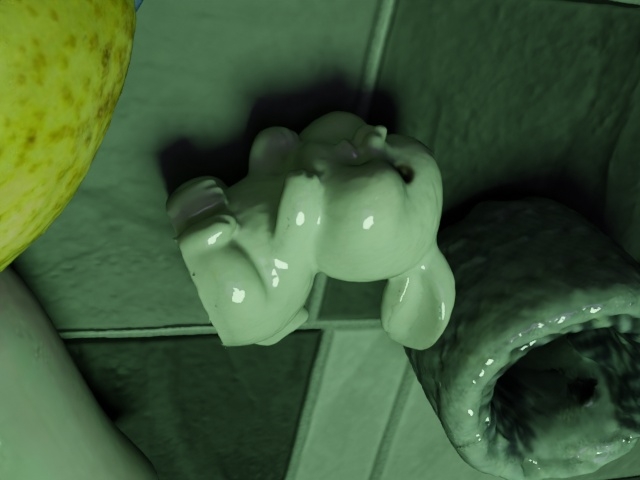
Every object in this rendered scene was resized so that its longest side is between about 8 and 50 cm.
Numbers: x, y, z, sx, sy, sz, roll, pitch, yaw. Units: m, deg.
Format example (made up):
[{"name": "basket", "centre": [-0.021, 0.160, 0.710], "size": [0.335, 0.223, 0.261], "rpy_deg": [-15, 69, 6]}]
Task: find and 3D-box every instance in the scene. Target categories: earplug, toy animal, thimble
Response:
[{"name": "earplug", "centre": [-0.240, 0.104, 0.587], "size": [0.172, 0.172, 0.301], "rpy_deg": [-19, 122, -7]}, {"name": "toy animal", "centre": [-0.005, 0.005, 0.610], "size": [0.193, 0.127, 0.179], "rpy_deg": [-16, 131, -11]}, {"name": "thimble", "centre": [0.191, 0.085, 0.727], "size": [0.245, 0.157, 0.217], "rpy_deg": [28, 114, -33]}]

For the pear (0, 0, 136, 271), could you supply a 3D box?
[{"name": "pear", "centre": [-0.218, -0.088, 0.380], "size": [0.271, 0.271, 0.271], "rpy_deg": [-10, 128, -14]}]

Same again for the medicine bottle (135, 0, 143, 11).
[{"name": "medicine bottle", "centre": [-0.074, -0.228, 0.456], "size": [0.059, 0.059, 0.231], "rpy_deg": [23, 114, -32]}]
